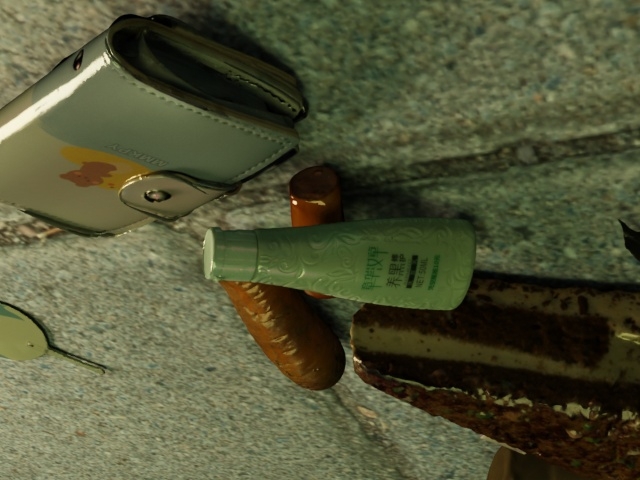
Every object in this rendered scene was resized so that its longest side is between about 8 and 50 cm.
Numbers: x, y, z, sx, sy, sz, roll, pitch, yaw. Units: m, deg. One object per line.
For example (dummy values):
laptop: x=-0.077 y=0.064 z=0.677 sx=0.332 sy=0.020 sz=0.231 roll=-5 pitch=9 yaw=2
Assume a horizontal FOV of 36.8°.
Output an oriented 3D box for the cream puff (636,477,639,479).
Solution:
cream puff: x=0.259 y=0.177 z=0.840 sx=0.083 sy=0.058 sz=0.083 roll=29 pitch=139 yaw=-15

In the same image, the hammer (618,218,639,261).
hammer: x=0.258 y=-0.066 z=0.556 sx=0.125 sy=0.027 sz=0.297 roll=5 pitch=142 yaw=6

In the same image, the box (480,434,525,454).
box: x=0.188 y=0.145 z=0.842 sx=0.051 sy=0.036 sz=0.117 roll=20 pitch=143 yaw=-8

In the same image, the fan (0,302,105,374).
fan: x=-0.301 y=0.102 z=0.979 sx=0.175 sy=0.005 sz=0.113 roll=24 pitch=142 yaw=-10

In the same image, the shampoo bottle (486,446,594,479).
shampoo bottle: x=0.334 y=0.276 z=0.922 sx=0.350 sy=0.084 sz=0.125 roll=14 pitch=141 yaw=2

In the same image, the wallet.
wallet: x=-0.133 y=-0.070 z=0.650 sx=0.170 sy=0.069 sz=0.231 roll=22 pitch=150 yaw=-40

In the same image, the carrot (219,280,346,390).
carrot: x=-0.037 y=0.060 z=0.796 sx=0.060 sy=0.060 sz=0.186 roll=-11 pitch=133 yaw=30

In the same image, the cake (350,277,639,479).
cake: x=0.150 y=0.106 z=0.744 sx=0.246 sy=0.112 sz=0.135 roll=5 pitch=145 yaw=12

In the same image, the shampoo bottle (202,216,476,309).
shampoo bottle: x=0.014 y=0.012 z=0.665 sx=0.191 sy=0.041 sz=0.069 roll=4 pitch=113 yaw=-20

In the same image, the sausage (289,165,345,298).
sausage: x=0.000 y=0.000 z=0.715 sx=0.039 sy=0.041 sz=0.131 roll=-7 pitch=142 yaw=-1
